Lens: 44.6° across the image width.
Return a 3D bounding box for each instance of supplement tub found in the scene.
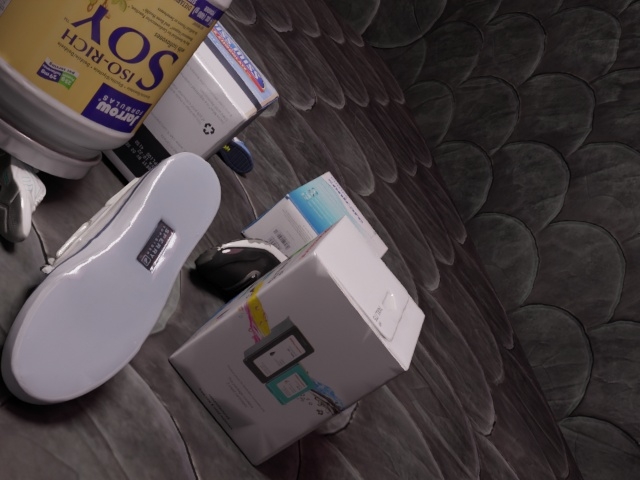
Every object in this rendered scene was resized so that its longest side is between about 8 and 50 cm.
[{"bbox_3d":[-0.298,-0.270,1.014,0.241,0.331,0.241,37,12,-9],"label":"supplement tub"}]

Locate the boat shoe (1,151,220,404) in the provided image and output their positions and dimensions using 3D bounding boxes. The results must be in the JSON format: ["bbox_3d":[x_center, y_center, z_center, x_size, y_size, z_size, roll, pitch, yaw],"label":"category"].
[{"bbox_3d":[-0.270,0.039,0.941,0.136,0.157,0.367,48,50,-27],"label":"boat shoe"}]

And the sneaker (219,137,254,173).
[{"bbox_3d":[-0.187,-0.198,1.581,0.144,0.053,0.059,47,20,-20],"label":"sneaker"}]

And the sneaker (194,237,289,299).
[{"bbox_3d":[-0.086,0.087,1.289,0.283,0.107,0.124,24,42,-51],"label":"sneaker"}]

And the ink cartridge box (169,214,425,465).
[{"bbox_3d":[-0.024,0.135,1.102,0.197,0.270,0.198,52,21,-4],"label":"ink cartridge box"}]

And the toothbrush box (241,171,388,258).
[{"bbox_3d":[0.000,0.000,1.562,0.216,0.126,0.295,52,22,-2],"label":"toothbrush box"}]

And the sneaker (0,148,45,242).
[{"bbox_3d":[-0.371,-0.056,0.976,0.061,0.054,0.152,33,28,-48],"label":"sneaker"}]

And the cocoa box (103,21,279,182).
[{"bbox_3d":[-0.277,-0.280,1.268,0.347,0.231,0.228,50,20,-9],"label":"cocoa box"}]
